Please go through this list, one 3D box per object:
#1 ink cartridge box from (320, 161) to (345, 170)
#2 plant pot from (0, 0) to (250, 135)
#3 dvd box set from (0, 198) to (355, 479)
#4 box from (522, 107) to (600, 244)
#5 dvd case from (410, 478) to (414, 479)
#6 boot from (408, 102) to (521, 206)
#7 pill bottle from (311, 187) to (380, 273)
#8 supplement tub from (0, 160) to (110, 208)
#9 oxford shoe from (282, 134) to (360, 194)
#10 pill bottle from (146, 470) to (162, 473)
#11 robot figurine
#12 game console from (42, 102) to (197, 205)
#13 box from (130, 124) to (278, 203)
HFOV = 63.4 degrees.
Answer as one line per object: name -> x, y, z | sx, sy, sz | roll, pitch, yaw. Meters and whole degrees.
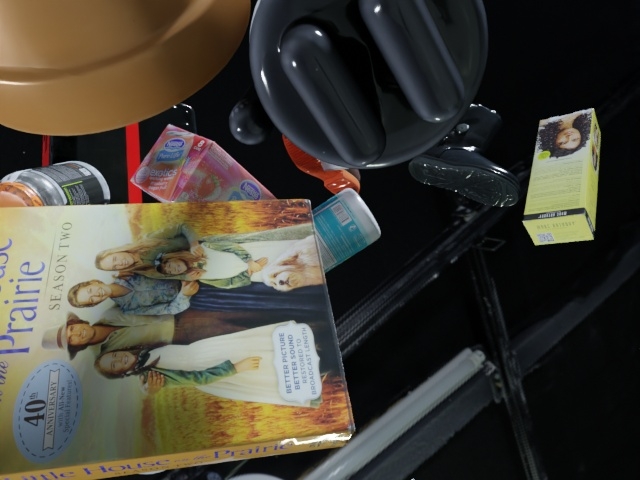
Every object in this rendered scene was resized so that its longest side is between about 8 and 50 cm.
ink cartridge box -> 0.068, -0.259, 1.154 | 0.128, 0.128, 0.176 | 66, -148, -35
plant pot -> -0.218, -0.261, 0.422 | 0.291, 0.291, 0.203 | -42, -23, -17
dvd box set -> -0.197, 0.089, 0.564 | 0.421, 0.307, 0.062 | -2, -37, -12
box -> 0.374, -0.102, 0.795 | 0.058, 0.087, 0.232 | 49, -132, -34
dvd case -> 0.089, 0.332, 0.608 | 0.087, 0.013, 0.119 | -42, -35, -20
boot -> 0.335, -0.193, 1.091 | 0.207, 0.247, 0.094 | -53, -37, -20
pill bottle -> 0.000, 0.000, 1.241 | 0.264, 0.146, 0.146 | -32, -66, 0
supplement tub -> -0.440, -0.062, 0.841 | 0.117, 0.190, 0.116 | 2, -75, 7
oxford shoe -> 0.005, -0.219, 1.330 | 0.271, 0.097, 0.098 | 41, -133, -38
pill bottle -> -0.360, 0.349, 1.156 | 0.182, 0.323, 0.181 | -2, -77, -7
robot figurine -> 0.036, -0.163, 0.428 | 0.209, 0.278, 0.173 | 6, -59, -3
game console -> -0.446, -0.174, 1.191 | 0.342, 0.060, 0.386 | 4, -114, -32
box -> -0.216, -0.089, 1.086 | 0.142, 0.154, 0.300 | -59, -37, -8
